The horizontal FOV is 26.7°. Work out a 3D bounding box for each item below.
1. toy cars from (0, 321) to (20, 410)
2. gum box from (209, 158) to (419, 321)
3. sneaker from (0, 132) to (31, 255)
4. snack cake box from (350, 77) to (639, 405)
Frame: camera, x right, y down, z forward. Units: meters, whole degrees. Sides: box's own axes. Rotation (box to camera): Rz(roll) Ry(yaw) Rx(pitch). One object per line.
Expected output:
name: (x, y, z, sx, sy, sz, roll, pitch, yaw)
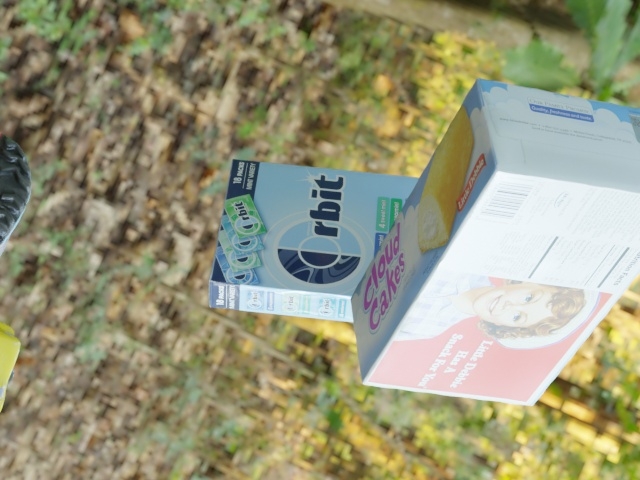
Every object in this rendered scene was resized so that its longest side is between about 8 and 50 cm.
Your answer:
toy cars: (-0.414, 0.199, 1.166, 0.393, 0.087, 0.176, -29, 122, -31)
gum box: (0.000, 0.000, 1.234, 0.041, 0.184, 0.157, 94, 2, -48)
sneaker: (-0.269, 0.050, 0.846, 0.262, 0.104, 0.125, -56, 180, -36)
snack cake box: (0.139, 0.012, 1.003, 0.264, 0.152, 0.089, 118, -26, -46)
